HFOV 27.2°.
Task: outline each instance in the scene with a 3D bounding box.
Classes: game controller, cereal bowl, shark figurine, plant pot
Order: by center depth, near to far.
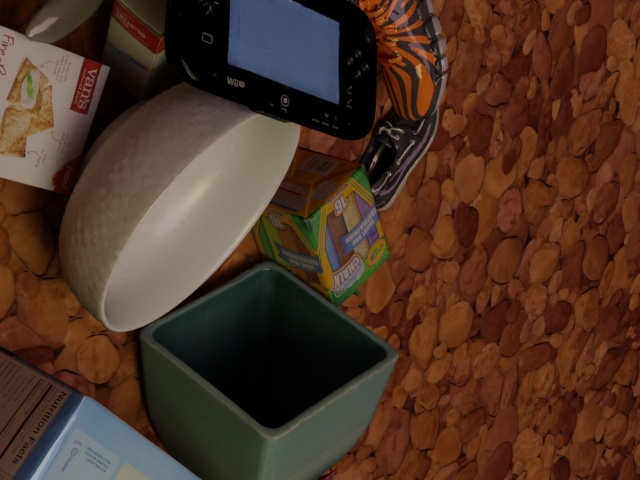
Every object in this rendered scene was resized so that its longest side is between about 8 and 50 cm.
[{"bbox_3d":[-0.234,-0.343,1.434,0.166,0.116,0.278,4,91,-63],"label":"shark figurine"},{"bbox_3d":[-0.047,-0.215,1.450,0.319,0.067,0.166,14,64,-46],"label":"game controller"},{"bbox_3d":[-0.183,-0.062,1.552,0.339,0.141,0.339,-46,165,-17],"label":"cereal bowl"},{"bbox_3d":[-0.082,0.228,1.771,0.247,0.248,0.252,-29,141,-40],"label":"plant pot"}]

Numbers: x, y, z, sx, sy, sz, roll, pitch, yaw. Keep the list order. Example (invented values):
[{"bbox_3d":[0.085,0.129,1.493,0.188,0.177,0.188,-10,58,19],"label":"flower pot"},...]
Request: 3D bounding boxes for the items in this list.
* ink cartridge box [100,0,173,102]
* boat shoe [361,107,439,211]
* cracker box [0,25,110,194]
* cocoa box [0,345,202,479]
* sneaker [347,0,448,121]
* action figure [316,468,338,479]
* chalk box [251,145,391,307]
[{"bbox_3d":[-0.178,-0.251,1.505,0.127,0.072,0.175,-50,180,-24],"label":"ink cartridge box"},{"bbox_3d":[0.111,-0.143,1.962,0.065,0.075,0.206,26,89,-54],"label":"boat shoe"},{"bbox_3d":[-0.351,-0.151,1.423,0.232,0.067,0.155,15,94,-52],"label":"cracker box"},{"bbox_3d":[-0.305,0.306,1.539,0.231,0.228,0.347,-58,139,-15],"label":"cocoa box"},{"bbox_3d":[0.067,-0.303,1.825,0.180,0.125,0.321,-26,113,-36],"label":"sneaker"},{"bbox_3d":[-0.127,0.428,1.876,0.275,0.248,0.370,49,66,-18],"label":"action figure"},{"bbox_3d":[0.000,0.000,1.846,0.132,0.132,0.213,-43,133,-30],"label":"chalk box"}]
